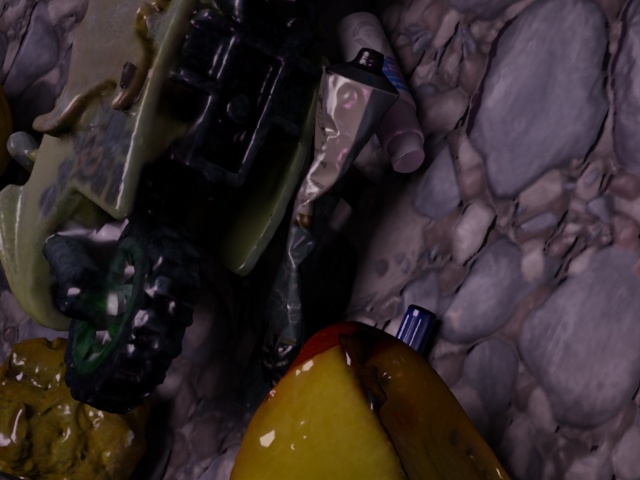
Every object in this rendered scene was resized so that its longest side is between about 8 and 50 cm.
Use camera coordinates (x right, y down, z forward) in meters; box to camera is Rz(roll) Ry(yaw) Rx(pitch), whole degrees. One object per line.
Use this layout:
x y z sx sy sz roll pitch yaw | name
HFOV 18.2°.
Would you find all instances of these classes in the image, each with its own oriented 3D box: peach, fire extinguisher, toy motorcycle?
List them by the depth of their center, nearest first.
0.032 0.174 1.048 0.154 0.159 0.267 -39 46 13 | peach
0.013 -0.045 1.294 0.083 0.022 0.028 46 135 50 | fire extinguisher
-0.096 -0.089 1.321 0.237 0.169 0.410 10 76 57 | toy motorcycle

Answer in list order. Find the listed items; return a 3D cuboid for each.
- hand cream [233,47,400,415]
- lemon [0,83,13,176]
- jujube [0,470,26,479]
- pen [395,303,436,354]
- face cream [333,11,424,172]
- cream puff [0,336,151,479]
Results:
0.001 0.000 1.247 0.075 0.052 0.248 -116 39 -75 | hand cream
-0.336 -0.074 1.583 0.193 0.180 0.180 -33 48 21 | lemon
-0.196 0.275 1.188 0.215 0.246 0.308 -39 56 12 | jujube
0.022 0.134 1.187 0.025 0.025 0.204 19 85 51 | pen
0.040 -0.093 1.282 0.034 0.034 0.130 -42 44 25 | face cream
-0.195 0.126 1.359 0.146 0.116 0.146 -32 48 45 | cream puff
